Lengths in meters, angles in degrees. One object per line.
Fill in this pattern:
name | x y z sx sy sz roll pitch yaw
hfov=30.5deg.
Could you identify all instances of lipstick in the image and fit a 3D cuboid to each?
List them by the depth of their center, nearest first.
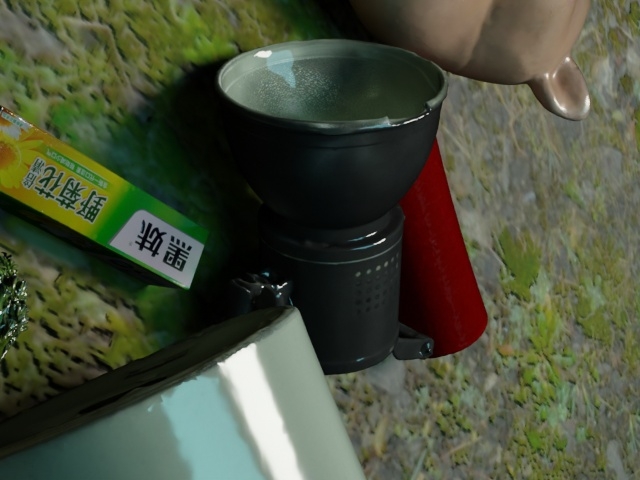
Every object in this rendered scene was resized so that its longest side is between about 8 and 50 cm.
lipstick | 0.067 -0.022 0.902 0.080 0.080 0.241 -44 127 -39

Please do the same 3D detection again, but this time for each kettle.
kettle | -0.051 0.217 0.643 0.205 0.265 0.318 -26 92 -19

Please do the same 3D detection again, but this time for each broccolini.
broccolini | -0.208 0.080 0.591 0.194 0.052 0.054 -49 127 -35

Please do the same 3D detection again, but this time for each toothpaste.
toothpaste | -0.137 -0.022 0.677 0.178 0.037 0.043 34 68 -48

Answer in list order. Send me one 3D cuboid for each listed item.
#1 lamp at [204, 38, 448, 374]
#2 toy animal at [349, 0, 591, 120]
lamp | 0.000 0.000 0.777 0.172 0.147 0.228 -26 129 -39
toy animal | 0.104 -0.199 0.858 0.250 0.154 0.167 29 39 -42
